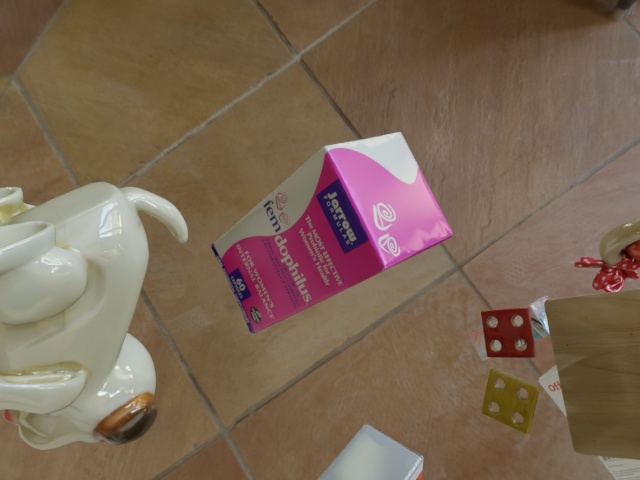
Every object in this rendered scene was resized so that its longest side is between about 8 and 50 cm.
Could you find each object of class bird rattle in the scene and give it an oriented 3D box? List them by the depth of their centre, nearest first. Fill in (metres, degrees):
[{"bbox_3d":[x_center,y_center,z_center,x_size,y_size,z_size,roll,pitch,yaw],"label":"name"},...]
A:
[{"bbox_3d":[0.613,0.007,0.882,0.253,0.207,0.143,-12,56,35],"label":"bird rattle"}]

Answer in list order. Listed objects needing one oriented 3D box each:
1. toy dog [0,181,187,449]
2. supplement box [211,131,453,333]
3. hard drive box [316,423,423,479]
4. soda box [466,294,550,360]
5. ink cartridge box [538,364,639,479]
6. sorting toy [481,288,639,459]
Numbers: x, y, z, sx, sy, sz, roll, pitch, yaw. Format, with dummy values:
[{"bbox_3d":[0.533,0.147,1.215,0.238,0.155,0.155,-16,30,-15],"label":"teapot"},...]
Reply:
[{"bbox_3d":[-0.389,0.131,0.714,0.284,0.395,0.409,18,122,36],"label":"toy dog"},{"bbox_3d":[0.000,0.000,0.469,0.220,0.113,0.111,-33,81,45],"label":"supplement box"},{"bbox_3d":[0.024,0.372,0.552,0.089,0.232,0.181,18,127,35],"label":"hard drive box"},{"bbox_3d":[0.368,0.171,0.895,0.058,0.183,0.063,-19,72,-31],"label":"soda box"},{"bbox_3d":[0.625,0.352,0.958,0.114,0.198,0.273,-24,68,-27],"label":"ink cartridge box"},{"bbox_3d":[0.264,0.107,0.388,0.274,0.046,0.133,-17,75,43],"label":"sorting toy"}]
